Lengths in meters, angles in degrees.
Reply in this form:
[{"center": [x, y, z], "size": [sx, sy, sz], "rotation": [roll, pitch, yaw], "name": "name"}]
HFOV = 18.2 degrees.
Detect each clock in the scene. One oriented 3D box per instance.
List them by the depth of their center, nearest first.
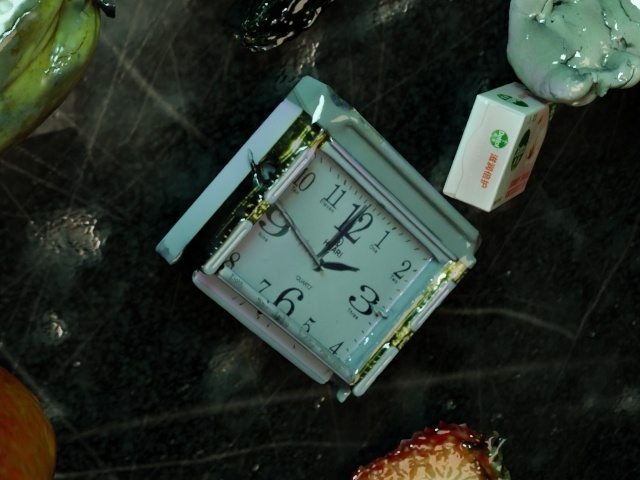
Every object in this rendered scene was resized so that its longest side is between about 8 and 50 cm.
[{"center": [0.000, 0.000, 1.605], "size": [0.186, 0.083, 0.253], "rotation": [-49, 132, -2], "name": "clock"}]

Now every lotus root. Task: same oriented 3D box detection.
[{"center": [-0.273, -0.109, 1.315], "size": [0.275, 0.160, 0.152], "rotation": [-36, 156, -12], "name": "lotus root"}]

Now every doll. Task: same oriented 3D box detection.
[{"center": [0.247, -0.175, 1.657], "size": [0.192, 0.149, 0.095], "rotation": [-20, 163, -13], "name": "doll"}]

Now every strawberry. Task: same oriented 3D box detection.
[{"center": [0.075, 0.245, 1.807], "size": [0.208, 0.087, 0.167], "rotation": [-7, 100, -3], "name": "strawberry"}]

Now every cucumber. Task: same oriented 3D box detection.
[{"center": [0.004, -0.210, 1.512], "size": [0.181, 0.053, 0.053], "rotation": [-45, 131, -1], "name": "cucumber"}]

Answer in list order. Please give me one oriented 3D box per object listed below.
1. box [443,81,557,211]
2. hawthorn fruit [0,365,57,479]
[{"center": [0.150, -0.078, 1.646], "size": [0.125, 0.043, 0.089], "rotation": [-29, 140, -67], "name": "box"}, {"center": [-0.319, 0.157, 1.403], "size": [0.261, 0.224, 0.224], "rotation": [40, 90, -25], "name": "hawthorn fruit"}]
